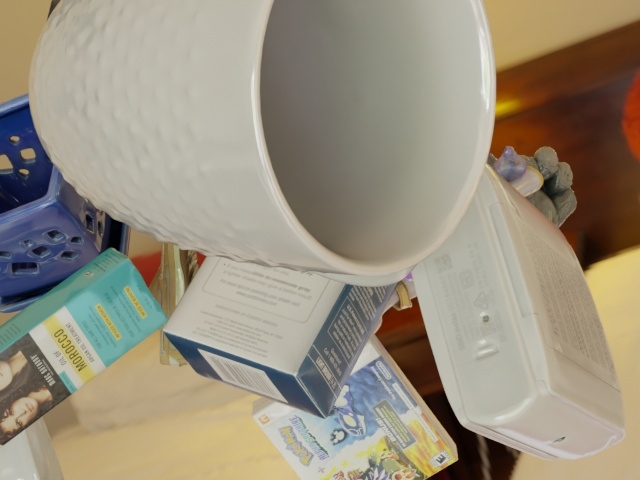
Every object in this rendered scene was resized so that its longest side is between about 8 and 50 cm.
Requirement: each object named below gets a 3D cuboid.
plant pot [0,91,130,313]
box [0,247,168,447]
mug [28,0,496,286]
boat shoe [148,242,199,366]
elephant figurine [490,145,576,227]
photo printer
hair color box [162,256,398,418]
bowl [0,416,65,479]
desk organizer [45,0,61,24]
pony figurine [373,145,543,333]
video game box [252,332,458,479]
[{"bbox_3d":[-0.386,-0.043,1.760,0.236,0.212,0.236,-18,48,17],"label":"plant pot"},{"bbox_3d":[-0.305,0.121,1.496,0.244,0.100,0.060,-38,28,-17],"label":"box"},{"bbox_3d":[-0.047,-0.090,1.068,0.328,0.374,0.276,6,55,42],"label":"mug"},{"bbox_3d":[-0.190,0.064,1.621,0.072,0.190,0.068,-6,-3,11],"label":"boat shoe"},{"bbox_3d":[0.313,-0.071,2.258,0.239,0.169,0.186,-5,18,47],"label":"elephant figurine"},{"bbox_3d":[0.197,0.080,1.262,0.107,0.256,0.307,-23,-25,21],"label":"photo printer"},{"bbox_3d":[0.000,0.000,1.384,0.174,0.105,0.347,16,64,30],"label":"hair color box"},{"bbox_3d":[-0.447,0.345,1.842,0.134,0.298,0.298,-18,8,-8],"label":"bowl"},{"bbox_3d":[-0.310,-0.235,1.589,0.047,0.050,0.130,-8,58,25],"label":"desk organizer"},{"bbox_3d":[0.144,0.010,1.758,0.363,0.303,0.351,-38,-16,-35],"label":"pony figurine"},{"bbox_3d":[0.044,0.245,1.666,0.187,0.205,0.048,-33,14,13],"label":"video game box"}]
